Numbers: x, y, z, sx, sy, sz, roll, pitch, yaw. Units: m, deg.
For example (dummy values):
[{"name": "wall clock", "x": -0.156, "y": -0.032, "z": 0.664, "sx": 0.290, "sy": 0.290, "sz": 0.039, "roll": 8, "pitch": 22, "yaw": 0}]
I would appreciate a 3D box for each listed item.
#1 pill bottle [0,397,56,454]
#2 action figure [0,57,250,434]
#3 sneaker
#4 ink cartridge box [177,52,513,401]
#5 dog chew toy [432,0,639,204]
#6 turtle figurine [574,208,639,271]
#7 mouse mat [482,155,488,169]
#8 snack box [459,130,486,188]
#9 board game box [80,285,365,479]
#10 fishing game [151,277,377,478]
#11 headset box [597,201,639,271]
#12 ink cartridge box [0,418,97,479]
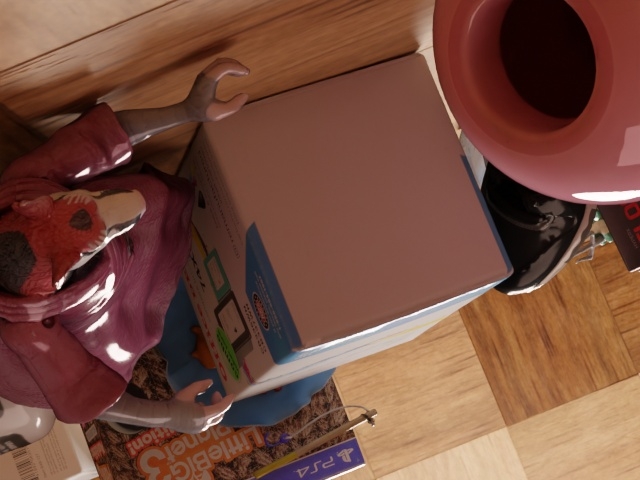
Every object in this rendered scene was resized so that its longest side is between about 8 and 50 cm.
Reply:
[{"name": "pill bottle", "x": -0.328, "y": 0.120, "z": 1.263, "sx": 0.283, "sy": 0.161, "sz": 0.161, "roll": -19, "pitch": 171, "yaw": -4}, {"name": "action figure", "x": -0.186, "y": 0.001, "z": 1.011, "sx": 0.275, "sy": 0.248, "sz": 0.370, "roll": 5, "pitch": 172, "yaw": 1}, {"name": "sneaker", "x": 0.166, "y": -0.089, "z": 1.143, "sx": 0.124, "sy": 0.107, "sz": 0.283, "roll": -4, "pitch": 120, "yaw": -48}, {"name": "ink cartridge box", "x": 0.000, "y": 0.000, "z": 1.239, "sx": 0.197, "sy": 0.198, "sz": 0.270, "roll": -19, "pitch": 170, "yaw": -18}, {"name": "dog chew toy", "x": 0.221, "y": -0.147, "z": 0.925, "sx": 0.332, "sy": 0.207, "sz": 0.206, "roll": -24, "pitch": 175, "yaw": -45}, {"name": "turtle figurine", "x": 0.328, "y": -0.062, "z": 1.483, "sx": 0.234, "sy": 0.118, "sz": 0.175, "roll": -37, "pitch": -169, "yaw": -13}, {"name": "mouse mat", "x": 0.221, "y": -0.112, "z": 1.357, "sx": 0.152, "sy": 0.007, "sz": 0.190, "roll": -21, "pitch": 133, "yaw": -2}, {"name": "snack box", "x": 0.249, "y": -0.133, "z": 1.459, "sx": 0.207, "sy": 0.070, "sz": 0.174, "roll": -23, "pitch": 171, "yaw": -3}, {"name": "board game box", "x": -0.126, "y": 0.134, "z": 1.439, "sx": 0.232, "sy": 0.291, "sz": 0.141, "roll": -20, "pitch": 171, "yaw": -17}, {"name": "fishing game", "x": -0.067, "y": 0.083, "z": 1.369, "sx": 0.189, "sy": 0.264, "sz": 0.041, "roll": -21, "pitch": 172, "yaw": -19}, {"name": "headset box", "x": 0.319, "y": -0.121, "z": 1.179, "sx": 0.293, "sy": 0.218, "sz": 0.110, "roll": -30, "pitch": 167, "yaw": 33}, {"name": "ink cartridge box", "x": -0.418, "y": 0.272, "z": 1.960, "sx": 0.232, "sy": 0.171, "sz": 0.168, "roll": -23, "pitch": 171, "yaw": 10}]
